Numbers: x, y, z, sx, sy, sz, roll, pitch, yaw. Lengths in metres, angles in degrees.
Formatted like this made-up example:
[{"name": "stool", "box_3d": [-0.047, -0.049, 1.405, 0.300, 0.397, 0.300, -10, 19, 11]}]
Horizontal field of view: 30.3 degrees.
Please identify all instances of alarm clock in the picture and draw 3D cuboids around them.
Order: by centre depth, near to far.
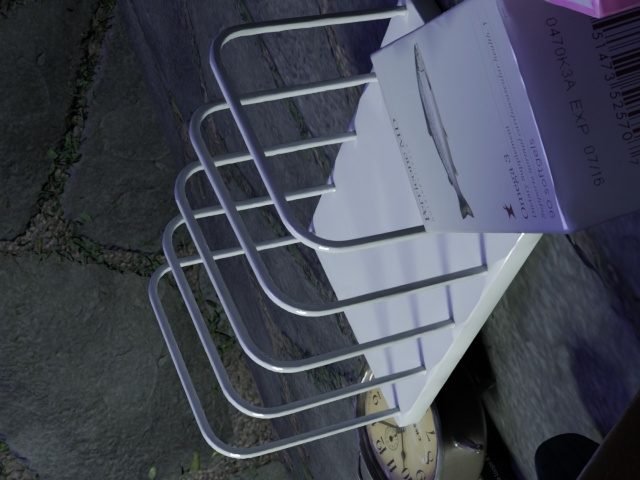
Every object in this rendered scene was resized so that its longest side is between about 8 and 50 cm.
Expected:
[{"name": "alarm clock", "box_3d": [0.075, 0.160, 0.984, 0.192, 0.064, 0.129, -50, 53, 49]}]

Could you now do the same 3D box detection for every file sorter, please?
[{"name": "file sorter", "box_3d": [0.000, 0.000, 0.819, 0.193, 0.173, 0.278, 64, 151, 28]}]

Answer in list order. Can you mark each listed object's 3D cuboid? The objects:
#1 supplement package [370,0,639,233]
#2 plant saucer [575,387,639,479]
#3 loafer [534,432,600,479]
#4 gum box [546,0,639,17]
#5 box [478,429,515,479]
[{"name": "supplement package", "box_3d": [0.107, -0.066, 0.551, 0.179, 0.105, 0.105, 180, 71, -77]}, {"name": "plant saucer", "box_3d": [0.099, 0.191, 0.557, 0.050, 0.310, 0.311, 33, 153, 18]}, {"name": "loafer", "box_3d": [0.183, 0.190, 0.718, 0.170, 0.062, 0.061, -120, 12, -46]}, {"name": "gum box", "box_3d": [0.101, -0.145, 0.455, 0.188, 0.107, 0.062, -133, 27, -61]}, {"name": "box", "box_3d": [0.142, 0.221, 1.008, 0.116, 0.029, 0.162, 91, 158, -55]}]
